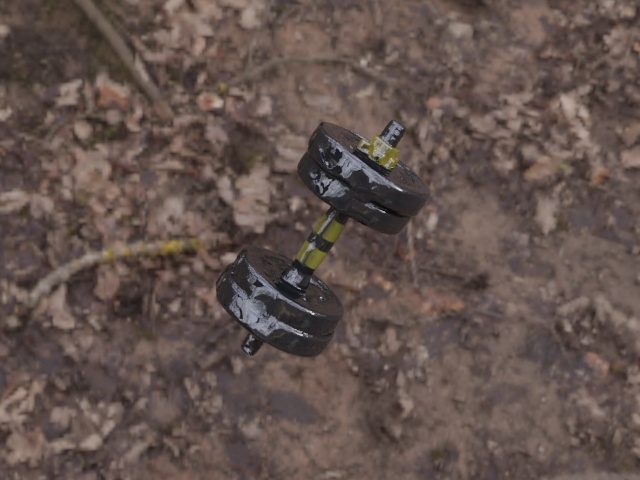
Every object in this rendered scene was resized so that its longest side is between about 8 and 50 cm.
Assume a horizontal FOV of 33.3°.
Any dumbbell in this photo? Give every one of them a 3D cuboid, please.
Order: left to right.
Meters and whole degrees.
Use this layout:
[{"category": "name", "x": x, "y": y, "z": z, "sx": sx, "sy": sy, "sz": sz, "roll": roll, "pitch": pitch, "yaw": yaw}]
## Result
[{"category": "dumbbell", "x": 0.000, "y": 0.000, "z": 1.462, "sx": 0.185, "sy": 0.388, "sz": 0.185, "roll": 31, "pitch": 15, "yaw": -9}]
